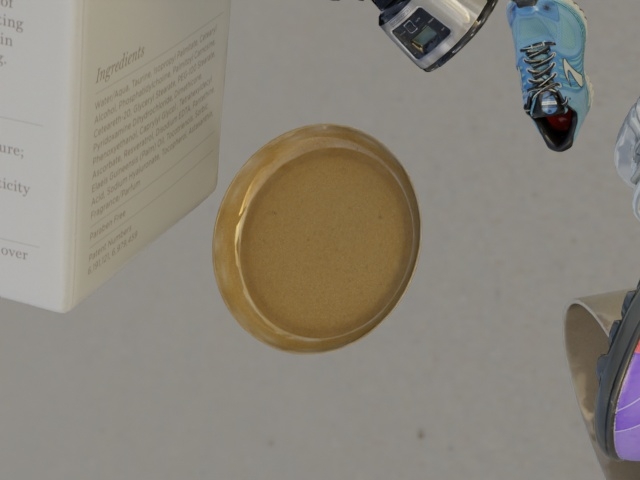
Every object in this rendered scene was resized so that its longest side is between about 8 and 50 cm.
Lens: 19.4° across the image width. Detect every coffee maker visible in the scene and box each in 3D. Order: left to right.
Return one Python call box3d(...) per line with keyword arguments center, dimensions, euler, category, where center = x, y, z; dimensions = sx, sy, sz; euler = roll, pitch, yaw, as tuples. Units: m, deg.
box3d(center=(0.054, -0.234, 1.338), dimensions=(0.171, 0.178, 0.120), euler=(-60, 17, -14), category="coffee maker")

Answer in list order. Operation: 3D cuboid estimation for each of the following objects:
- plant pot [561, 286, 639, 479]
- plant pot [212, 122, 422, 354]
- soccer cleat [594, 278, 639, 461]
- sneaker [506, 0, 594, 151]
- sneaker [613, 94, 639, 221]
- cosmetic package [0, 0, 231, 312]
box3d(center=(0.405, 0.134, 1.777), dimensions=(0.256, 0.274, 0.256), euler=(162, 90, -84), category="plant pot")
box3d(center=(0.000, 0.000, 1.882), dimensions=(0.236, 0.032, 0.236), euler=(-5, 78, 26), category="plant pot")
box3d(center=(0.268, 0.030, 1.027), dimensions=(0.116, 0.318, 0.108), euler=(26, 133, 33), category="soccer cleat")
box3d(center=(0.193, -0.138, 1.552), dimensions=(0.063, 0.162, 0.073), euler=(-5, 48, 21), category="sneaker")
box3d(center=(0.255, -0.057, 1.358), dimensions=(0.090, 0.115, 0.232), euler=(45, 167, -4), category="sneaker")
box3d(center=(-0.287, -0.200, 1.684), dimensions=(0.329, 0.327, 0.393), euler=(14, 116, 17), category="cosmetic package")
